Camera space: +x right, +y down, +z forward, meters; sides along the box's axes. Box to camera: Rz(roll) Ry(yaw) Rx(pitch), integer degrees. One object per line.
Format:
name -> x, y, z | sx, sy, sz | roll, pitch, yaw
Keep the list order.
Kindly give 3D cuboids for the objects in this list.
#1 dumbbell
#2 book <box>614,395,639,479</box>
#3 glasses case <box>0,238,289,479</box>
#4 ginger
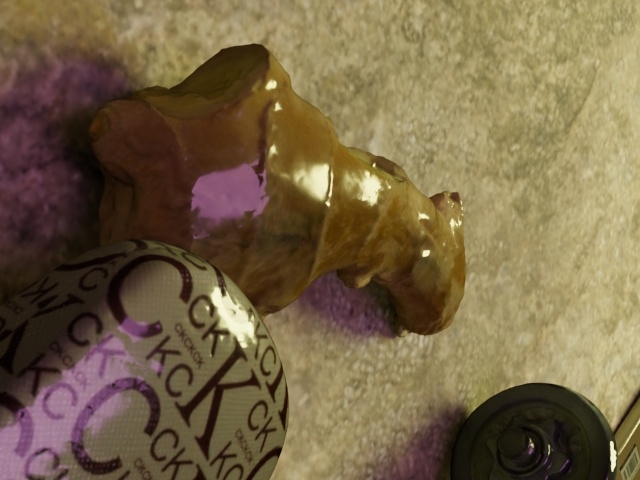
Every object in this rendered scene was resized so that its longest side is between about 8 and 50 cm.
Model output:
dumbbell -> 0.174, 0.184, 0.796 | 0.254, 0.110, 0.110 | 47, 64, -49
book -> 0.295, 0.215, 0.986 | 0.138, 0.016, 0.199 | -46, 128, -32
glasses case -> -0.153, 0.140, 0.412 | 0.354, 0.085, 0.137 | -41, 127, -22
ginger -> 0.000, 0.000, 0.581 | 0.294, 0.086, 0.131 | 29, 73, -51
